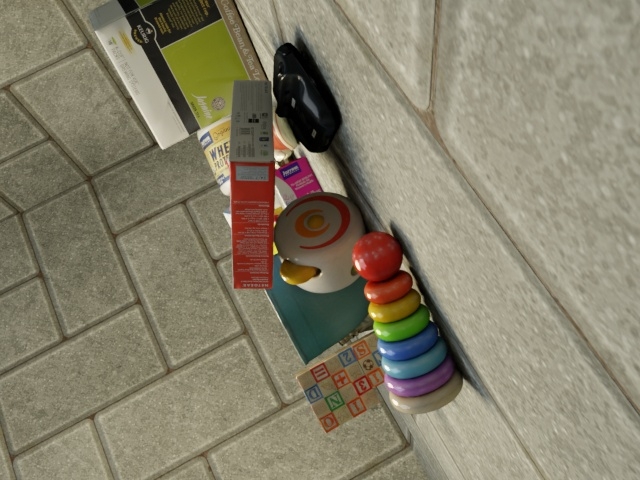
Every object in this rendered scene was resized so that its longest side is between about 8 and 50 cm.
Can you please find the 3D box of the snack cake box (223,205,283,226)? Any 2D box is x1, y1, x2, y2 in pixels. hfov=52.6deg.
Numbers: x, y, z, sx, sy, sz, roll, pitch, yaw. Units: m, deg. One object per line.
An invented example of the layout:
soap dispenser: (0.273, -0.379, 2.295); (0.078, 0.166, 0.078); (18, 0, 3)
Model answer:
snack cake box: (-0.186, -0.095, 2.263); (0.264, 0.152, 0.089); (10, 139, 34)

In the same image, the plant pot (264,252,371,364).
plant pot: (0.012, 0.115, 1.532); (0.271, 0.255, 0.271); (62, 174, 11)

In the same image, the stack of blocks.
stack of blocks: (0.100, 0.375, 1.777); (0.171, 0.297, 0.087); (61, 173, 4)

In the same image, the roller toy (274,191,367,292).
roller toy: (0.000, 0.000, 1.365); (0.146, 0.209, 0.191); (71, 175, -49)

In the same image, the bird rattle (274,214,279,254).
bird rattle: (-0.061, -0.004, 2.021); (0.207, 0.143, 0.253); (49, 158, 14)

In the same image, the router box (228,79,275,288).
router box: (-0.140, -0.121, 1.327); (0.335, 0.082, 0.301); (-97, 9, -51)

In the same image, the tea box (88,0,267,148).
tea box: (-0.348, -0.470, 1.626); (0.220, 0.323, 0.329); (54, 169, 54)

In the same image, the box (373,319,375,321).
box: (0.202, 0.258, 1.516); (0.231, 0.056, 0.183); (62, 174, 1)

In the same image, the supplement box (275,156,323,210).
supplement box: (-0.048, -0.106, 1.759); (0.220, 0.111, 0.114); (62, 174, -8)

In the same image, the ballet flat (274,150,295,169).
ballet flat: (-0.093, -0.220, 1.898); (0.221, 0.077, 0.079); (57, 156, -1)

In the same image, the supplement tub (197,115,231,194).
supplement tub: (-0.313, -0.348, 2.373); (0.228, 0.228, 0.316); (128, 118, -84)

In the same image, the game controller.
game controller: (-0.030, -0.253, 1.208); (0.166, 0.067, 0.319); (48, 175, -2)

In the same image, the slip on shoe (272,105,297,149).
slip on shoe: (-0.135, -0.288, 1.730); (0.123, 0.101, 0.331); (65, 173, -15)

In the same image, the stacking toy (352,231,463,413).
stacking toy: (0.139, 0.140, 1.164); (0.141, 0.141, 0.330); (-138, 25, -75)

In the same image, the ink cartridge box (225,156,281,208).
ink cartridge box: (-0.178, -0.197, 2.044); (0.273, 0.114, 0.197); (-52, -59, -76)

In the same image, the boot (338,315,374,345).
boot: (0.087, 0.199, 1.742); (0.083, 0.161, 0.246); (57, 173, 37)
